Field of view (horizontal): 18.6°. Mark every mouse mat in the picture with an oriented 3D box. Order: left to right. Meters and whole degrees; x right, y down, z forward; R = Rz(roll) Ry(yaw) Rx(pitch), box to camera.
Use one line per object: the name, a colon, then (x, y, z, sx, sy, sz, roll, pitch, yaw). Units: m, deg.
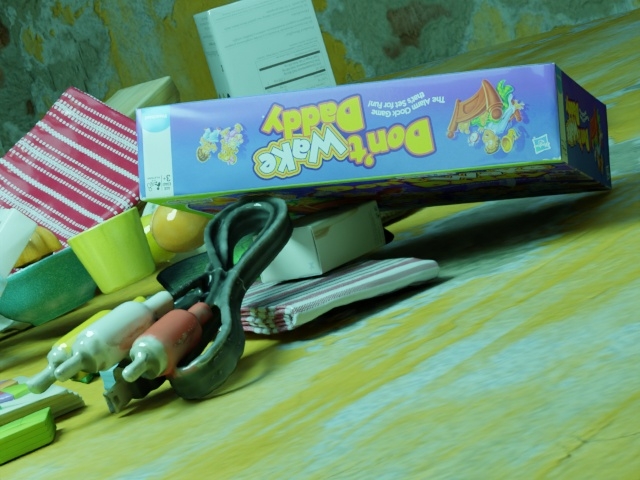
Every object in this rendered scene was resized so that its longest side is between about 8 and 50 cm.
mouse mat: (-0.043, 0.015, 1.734, 0.190, 0.007, 0.152, -23, 22, -15)

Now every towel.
towel: (-0.297, -0.040, 2.061, 0.275, 0.031, 0.199, -45, 48, -16)
towel: (-0.013, 0.047, 1.547, 0.144, 0.029, 0.197, -19, 8, -33)

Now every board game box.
board game box: (0.051, -0.075, 1.634, 0.347, 0.078, 0.233, -5, -6, 18)

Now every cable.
cable: (-0.087, 0.032, 1.434, 0.139, 0.072, 0.287, -5, 31, 37)

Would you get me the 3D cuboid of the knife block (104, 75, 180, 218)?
knife block: (-0.270, -0.076, 2.213, 0.088, 0.275, 0.242, -11, -19, 35)

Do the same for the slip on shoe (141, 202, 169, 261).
slip on shoe: (-0.070, -0.049, 2.106, 0.331, 0.123, 0.101, -34, -17, -45)

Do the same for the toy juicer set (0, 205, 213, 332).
toy juicer set: (-0.241, 0.018, 1.873, 0.329, 0.089, 0.209, -24, 4, 39)

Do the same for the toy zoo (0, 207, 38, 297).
toy zoo: (-0.350, 0.055, 1.812, 0.192, 0.030, 0.293, -57, 19, -12)

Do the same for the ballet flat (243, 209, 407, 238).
ballet flat: (0.009, -0.029, 1.894, 0.084, 0.058, 0.250, -11, 10, 46)

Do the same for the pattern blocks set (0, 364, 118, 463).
pattern blocks set: (-0.282, 0.142, 1.464, 0.325, 0.026, 0.285, -23, 10, -38)

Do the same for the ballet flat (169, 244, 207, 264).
ballet flat: (-0.045, -0.044, 1.975, 0.248, 0.086, 0.086, -21, 9, -24)

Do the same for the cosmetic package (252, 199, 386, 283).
cosmetic package: (0.000, 0.000, 1.600, 0.060, 0.041, 0.115, -10, 7, 29)

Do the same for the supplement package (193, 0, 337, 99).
supplement package: (-0.056, -0.190, 2.480, 0.134, 0.244, 0.139, -18, 7, -9)
